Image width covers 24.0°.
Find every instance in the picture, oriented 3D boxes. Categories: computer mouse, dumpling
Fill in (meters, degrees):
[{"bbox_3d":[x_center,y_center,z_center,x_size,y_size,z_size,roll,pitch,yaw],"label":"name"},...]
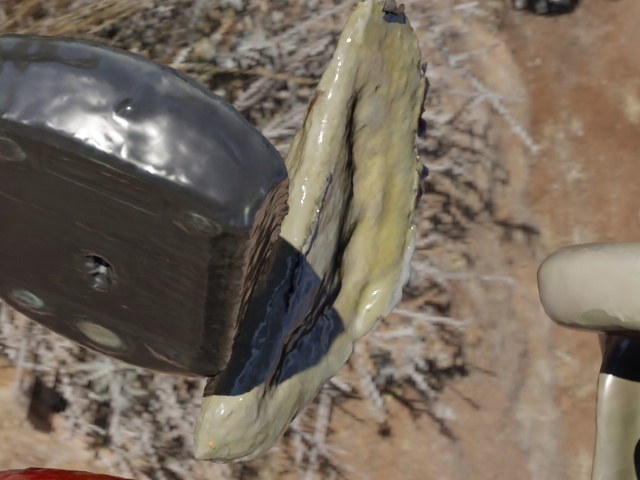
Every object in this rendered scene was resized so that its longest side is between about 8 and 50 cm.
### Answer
[{"bbox_3d":[-0.106,-0.021,0.850,0.170,0.269,0.100,20,62,0],"label":"computer mouse"},{"bbox_3d":[-0.004,-0.002,1.055,0.166,0.086,0.332,27,86,-61],"label":"dumpling"}]

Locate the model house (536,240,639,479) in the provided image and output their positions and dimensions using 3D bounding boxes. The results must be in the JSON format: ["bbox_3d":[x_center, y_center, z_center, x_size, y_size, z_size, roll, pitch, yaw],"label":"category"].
[{"bbox_3d":[0.150,0.078,0.431,0.229,0.122,0.188,0,104,-19],"label":"model house"}]

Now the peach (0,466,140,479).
[{"bbox_3d":[-0.072,0.220,0.498,0.308,0.308,0.332,-34,150,-28],"label":"peach"}]
